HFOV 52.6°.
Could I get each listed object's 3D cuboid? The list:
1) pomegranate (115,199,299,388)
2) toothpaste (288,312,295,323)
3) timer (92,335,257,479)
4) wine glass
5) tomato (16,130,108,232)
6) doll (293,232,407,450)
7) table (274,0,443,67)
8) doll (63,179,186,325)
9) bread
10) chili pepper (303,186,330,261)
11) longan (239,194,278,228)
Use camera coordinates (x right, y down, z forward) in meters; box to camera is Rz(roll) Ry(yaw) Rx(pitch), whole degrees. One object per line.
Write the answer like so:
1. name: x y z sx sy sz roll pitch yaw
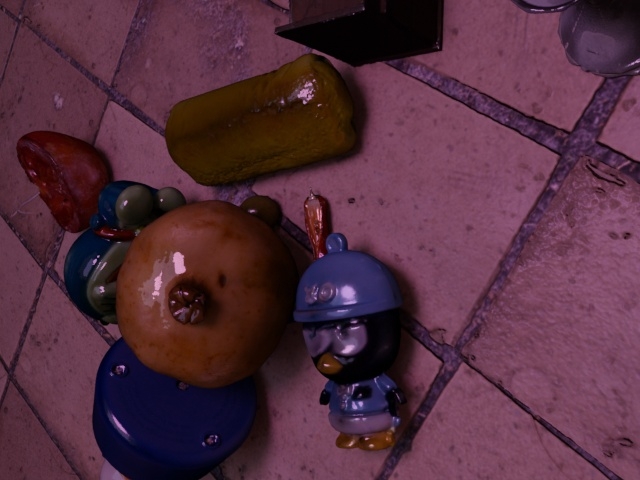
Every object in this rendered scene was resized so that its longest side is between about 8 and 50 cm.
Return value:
1. pomegranate: -0.168 0.081 1.017 0.307 0.307 0.307 -2 87 38
2. toothpaste: -0.074 0.139 1.115 0.083 0.020 0.017 -18 79 36
3. timer: -0.302 0.357 1.169 0.270 0.270 0.384 55 133 26
4. wine glass: 0.298 -0.277 0.709 0.156 0.232 0.156 -2 87 39
5. tomato: -0.548 -0.145 1.427 0.200 0.139 0.233 10 128 45
6. doll: 0.044 0.144 0.948 0.177 0.141 0.314 -13 83 41
7. table: 0.061 -0.365 0.923 0.172 0.193 0.169 0 88 38
8. doll: -0.378 0.024 1.245 0.186 0.198 0.322 31 106 35
9. bread: -0.116 -0.182 1.074 0.383 0.112 0.166 -8 115 38
10. chili pepper: 0.000 0.000 1.059 0.045 0.027 0.178 -14 79 41
11. longan: -0.108 -0.048 1.128 0.075 0.075 0.083 -22 34 35
